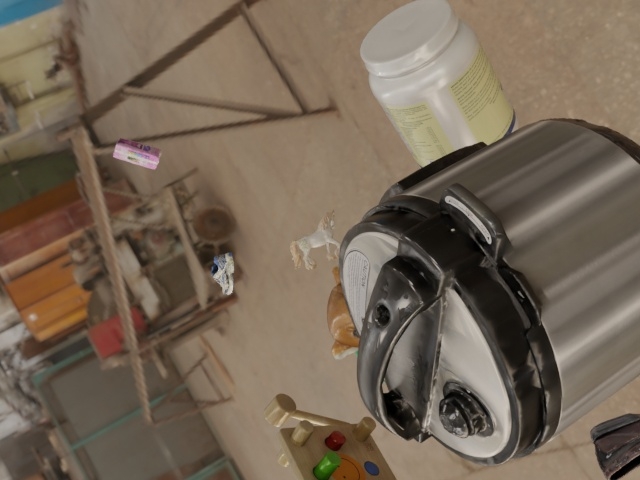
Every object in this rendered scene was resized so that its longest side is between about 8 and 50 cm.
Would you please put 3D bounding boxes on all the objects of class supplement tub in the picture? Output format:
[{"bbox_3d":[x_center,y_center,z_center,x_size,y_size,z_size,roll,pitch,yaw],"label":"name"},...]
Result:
[{"bbox_3d":[0.244,-0.307,1.744,0.325,0.235,0.235,52,170,-35],"label":"supplement tub"}]

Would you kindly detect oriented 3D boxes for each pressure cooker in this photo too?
[{"bbox_3d":[0.223,0.072,1.080,0.369,0.421,0.375,65,158,-10],"label":"pressure cooker"}]

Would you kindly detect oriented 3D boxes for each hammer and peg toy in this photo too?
[{"bbox_3d":[0.037,0.474,1.893,0.127,0.266,0.361,-58,44,28],"label":"hammer and peg toy"}]

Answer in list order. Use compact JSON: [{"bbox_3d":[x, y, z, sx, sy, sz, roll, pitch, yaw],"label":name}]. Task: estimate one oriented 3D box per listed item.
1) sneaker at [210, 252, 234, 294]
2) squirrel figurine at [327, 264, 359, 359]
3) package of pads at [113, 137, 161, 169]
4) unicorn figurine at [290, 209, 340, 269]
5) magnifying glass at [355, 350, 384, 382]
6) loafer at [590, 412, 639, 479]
[{"bbox_3d":[-0.245,0.082,2.108,0.052,0.058,0.135,-103,14,-48],"label":"sneaker"},{"bbox_3d":[0.196,0.151,1.700,0.397,0.371,0.280,116,151,-87],"label":"squirrel figurine"},{"bbox_3d":[-0.338,-0.161,1.568,0.050,0.083,0.032,-103,31,-68],"label":"package of pads"},{"bbox_3d":[0.000,0.000,2.024,0.060,0.162,0.111,-18,95,63],"label":"unicorn figurine"},{"bbox_3d":[0.117,0.306,2.328,0.092,0.026,0.231,-30,112,39],"label":"magnifying glass"},{"bbox_3d":[0.587,0.321,1.404,0.302,0.109,0.095,-37,41,43],"label":"loafer"}]
